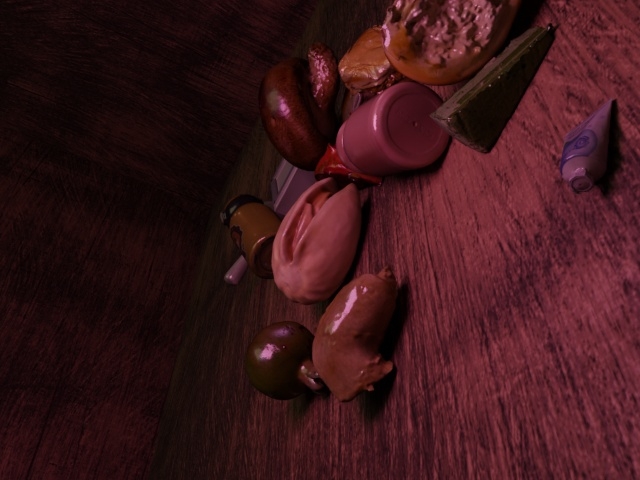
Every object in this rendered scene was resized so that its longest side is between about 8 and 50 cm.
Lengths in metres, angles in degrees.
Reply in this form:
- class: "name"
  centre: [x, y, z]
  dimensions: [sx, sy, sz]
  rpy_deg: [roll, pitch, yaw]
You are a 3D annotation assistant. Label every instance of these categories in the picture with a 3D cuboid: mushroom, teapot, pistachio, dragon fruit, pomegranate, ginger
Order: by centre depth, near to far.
- class: "ginger"
  centre: [0.068, 0.166, 1.117]
  dimensions: [0.138, 0.152, 0.267]
  rpy_deg: [67, -146, -72]
- class: "pomegranate"
  centre: [-0.074, 0.284, 1.347]
  dimensions: [0.179, 0.179, 0.210]
  rpy_deg: [-62, 31, 19]
- class: "pistachio"
  centre: [0.000, 0.000, 1.442]
  dimensions: [0.194, 0.214, 0.318]
  rpy_deg: [20, 76, 30]
- class: "dragon fruit"
  centre: [0.076, -0.234, 1.560]
  dimensions: [0.211, 0.134, 0.262]
  rpy_deg: [-69, 17, -12]
- class: "mushroom"
  centre: [-0.050, -0.350, 1.674]
  dimensions: [0.239, 0.345, 0.345]
  rpy_deg: [5, 71, 39]
- class: "teapot"
  centre: [-0.223, 0.000, 2.134]
  dimensions: [0.220, 0.149, 0.318]
  rpy_deg: [-49, 25, 50]

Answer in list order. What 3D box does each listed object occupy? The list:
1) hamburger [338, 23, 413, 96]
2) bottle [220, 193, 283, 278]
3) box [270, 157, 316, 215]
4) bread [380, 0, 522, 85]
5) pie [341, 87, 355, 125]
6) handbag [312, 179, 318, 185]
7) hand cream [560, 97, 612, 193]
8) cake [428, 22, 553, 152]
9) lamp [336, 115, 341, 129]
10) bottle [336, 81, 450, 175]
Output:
- class: "hamburger"
  centre: [0.151, -0.447, 1.511]
  dimensions: [0.214, 0.108, 0.213]
  rpy_deg: [-18, 50, 23]
- class: "bottle"
  centre: [-0.207, -0.031, 1.930]
  dimensions: [0.351, 0.172, 0.171]
  rpy_deg: [46, 114, 51]
- class: "box"
  centre: [-0.066, -0.216, 1.977]
  dimensions: [0.225, 0.117, 0.225]
  rpy_deg: [-61, 19, 22]
- class: "bread"
  centre: [0.260, -0.431, 1.133]
  dimensions: [0.315, 0.211, 0.270]
  rpy_deg: [-58, -5, 12]
- class: "pie"
  centre: [0.125, -0.433, 1.731]
  dimensions: [0.257, 0.106, 0.274]
  rpy_deg: [120, 168, -72]
- class: "handbag"
  centre: [-0.016, -0.080, 1.768]
  dimensions: [0.157, 0.059, 0.212]
  rpy_deg: [-62, 18, 19]
- class: "hand cream"
  centre: [0.344, -0.120, 0.785]
  dimensions: [0.084, 0.053, 0.142]
  rpy_deg: [-46, 18, 52]
- class: "cake"
  centre: [0.317, -0.261, 1.048]
  dimensions: [0.235, 0.099, 0.100]
  rpy_deg: [-43, 22, 8]
- class: "lamp"
  centre: [0.010, -0.380, 1.959]
  dimensions: [0.118, 0.118, 0.253]
  rpy_deg: [-61, 19, 23]
- class: "bottle"
  centre: [0.139, -0.242, 1.301]
  dimensions: [0.297, 0.173, 0.206]
  rpy_deg: [179, 88, -74]
